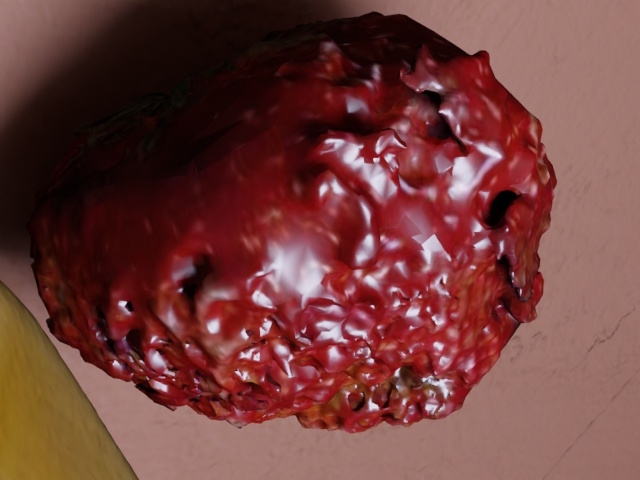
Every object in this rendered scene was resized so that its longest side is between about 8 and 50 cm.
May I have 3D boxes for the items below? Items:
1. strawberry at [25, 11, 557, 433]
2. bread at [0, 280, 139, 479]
[{"bbox_3d":[0.000,0.000,0.891,0.274,0.274,0.220,-32,101,-19],"label":"strawberry"},{"bbox_3d":[-0.246,0.192,0.831,0.348,0.253,0.376,-31,133,-10],"label":"bread"}]
